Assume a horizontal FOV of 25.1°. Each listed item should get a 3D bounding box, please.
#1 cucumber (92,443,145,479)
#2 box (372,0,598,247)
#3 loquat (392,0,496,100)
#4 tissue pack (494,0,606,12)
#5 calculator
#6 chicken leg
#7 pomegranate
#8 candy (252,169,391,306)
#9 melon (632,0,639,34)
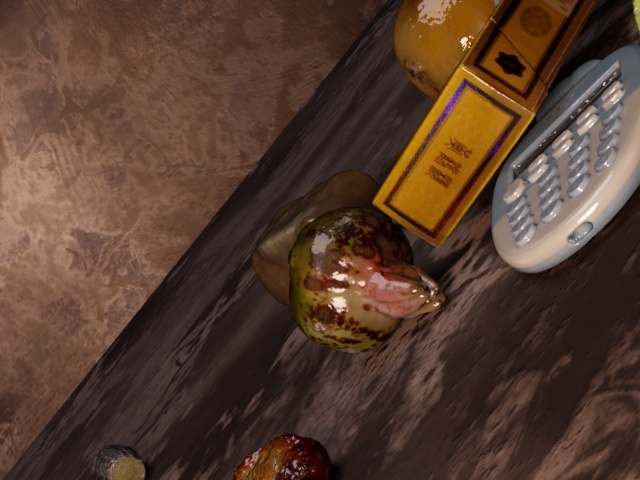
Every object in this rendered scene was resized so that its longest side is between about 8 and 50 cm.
[{"bbox_3d":[-0.266,0.301,1.901,0.064,0.064,0.112,-53,10,-11],"label":"cucumber"},{"bbox_3d":[0.173,-0.154,1.396,0.301,0.084,0.193,-55,-3,-46],"label":"box"},{"bbox_3d":[0.169,-0.236,1.703,0.172,0.149,0.204,-18,62,32],"label":"loquat"},{"bbox_3d":[0.320,-0.372,1.630,0.228,0.103,0.316,-46,10,32],"label":"tissue pack"},{"bbox_3d":[0.214,-0.074,1.199,0.188,0.042,0.303,-47,10,27],"label":"calculator"},{"bbox_3d":[-0.030,0.215,1.216,0.106,0.051,0.253,-61,14,-20],"label":"chicken leg"},{"bbox_3d":[0.035,0.038,1.339,0.163,0.125,0.138,-171,93,-71],"label":"pomegranate"},{"bbox_3d":[0.000,0.000,1.704,0.104,0.102,0.234,-56,13,-27],"label":"candy"},{"bbox_3d":[0.336,-0.251,1.073,0.169,0.129,0.265,-54,9,-33],"label":"melon"}]
